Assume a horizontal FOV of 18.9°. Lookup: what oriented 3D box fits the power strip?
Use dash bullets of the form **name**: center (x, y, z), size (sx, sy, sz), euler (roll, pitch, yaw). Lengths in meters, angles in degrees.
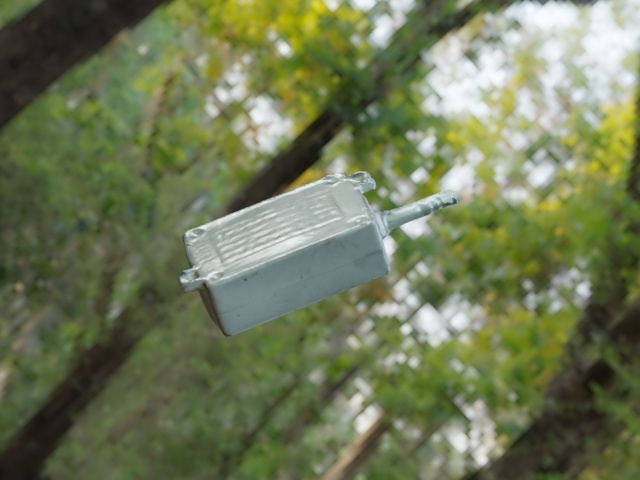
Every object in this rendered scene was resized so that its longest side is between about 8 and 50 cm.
- **power strip**: center (0.000, 0.000, 1.139), size (0.075, 0.175, 0.042), euler (-120, -169, -59)
